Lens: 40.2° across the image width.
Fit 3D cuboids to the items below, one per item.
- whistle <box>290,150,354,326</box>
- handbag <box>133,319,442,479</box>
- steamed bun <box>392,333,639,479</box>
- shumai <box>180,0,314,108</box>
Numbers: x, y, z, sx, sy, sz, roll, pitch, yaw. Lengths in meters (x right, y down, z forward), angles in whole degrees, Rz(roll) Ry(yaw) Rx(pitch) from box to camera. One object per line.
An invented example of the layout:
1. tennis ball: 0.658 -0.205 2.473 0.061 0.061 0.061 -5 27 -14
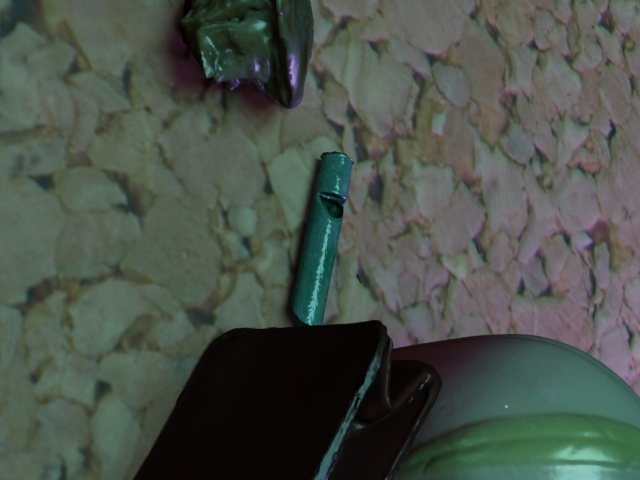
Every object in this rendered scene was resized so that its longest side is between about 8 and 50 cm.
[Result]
1. whistle: 0.000 0.000 0.897 0.039 0.039 0.186 23 70 -32
2. handbag: -0.053 0.191 0.689 0.084 0.260 0.275 45 61 -24
3. steamed bun: 0.159 0.209 0.841 0.309 0.309 0.309 7 78 -35
4. shumai: -0.070 -0.217 0.840 0.120 0.201 0.201 -2 81 5
